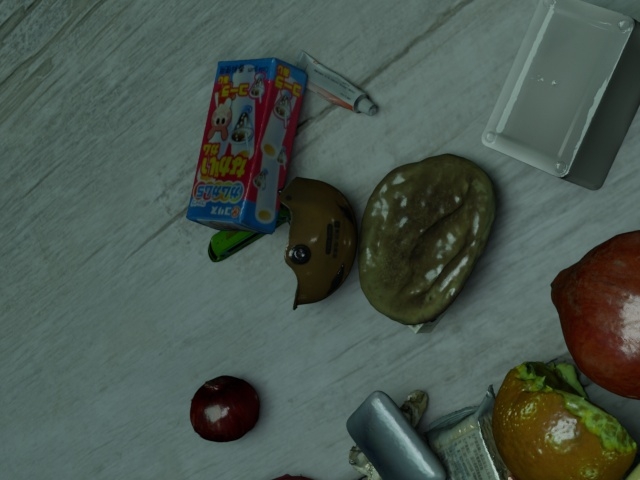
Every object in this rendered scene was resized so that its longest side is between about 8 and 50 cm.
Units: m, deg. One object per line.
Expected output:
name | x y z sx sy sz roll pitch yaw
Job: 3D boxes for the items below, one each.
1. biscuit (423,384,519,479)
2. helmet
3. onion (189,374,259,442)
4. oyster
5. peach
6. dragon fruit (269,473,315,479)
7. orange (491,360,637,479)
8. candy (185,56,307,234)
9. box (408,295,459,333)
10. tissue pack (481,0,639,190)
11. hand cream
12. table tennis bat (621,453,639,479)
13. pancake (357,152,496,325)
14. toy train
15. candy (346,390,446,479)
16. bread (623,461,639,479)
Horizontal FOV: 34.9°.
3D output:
biscuit | 0.259 0.395 1.543 0.186 0.079 0.309 -46 60 46
helmet | 0.000 0.000 1.723 0.130 0.198 0.224 -7 89 3
onion | -0.176 0.305 1.844 0.131 0.131 0.131 -3 84 35
oyster | 0.120 0.336 1.687 0.200 0.061 0.106 -40 76 32
peach | 0.425 0.093 1.377 0.256 0.232 0.232 23 99 31
dragon fruit | -0.079 0.536 1.715 0.290 0.189 0.291 -3 84 34
orange | 0.331 0.271 1.423 0.179 0.237 0.158 31 99 -13
candy | -0.135 -0.170 1.839 0.157 0.100 0.306 6 83 42
box | 0.183 0.113 1.650 0.024 0.054 0.083 45 111 25
tissue pack | 0.369 -0.218 1.499 0.159 0.136 0.246 30 104 33
hand cream | 0.021 -0.271 1.814 0.052 0.038 0.216 -48 52 -6
table tennis bat | 0.395 0.354 1.495 0.201 0.033 0.124 13 86 33
pancake | 0.159 -0.006 1.646 0.294 0.049 0.295 -21 61 43
toy train | -0.146 -0.016 1.900 0.209 0.042 0.044 -31 69 29
candy | 0.118 0.327 1.599 0.174 0.071 0.138 52 146 14
bread | 0.516 0.334 1.277 0.236 0.198 0.263 39 111 15
